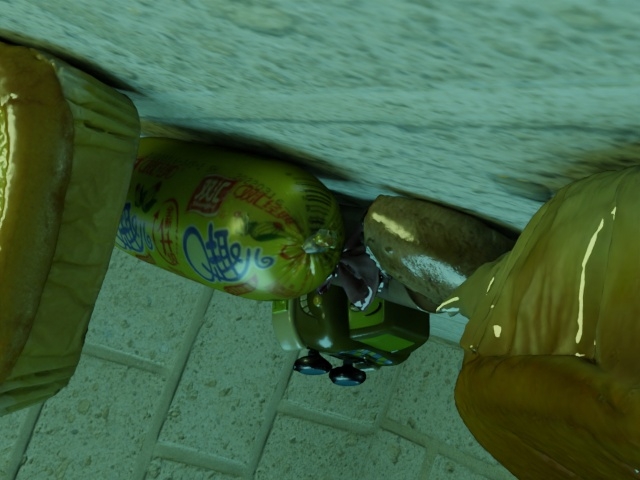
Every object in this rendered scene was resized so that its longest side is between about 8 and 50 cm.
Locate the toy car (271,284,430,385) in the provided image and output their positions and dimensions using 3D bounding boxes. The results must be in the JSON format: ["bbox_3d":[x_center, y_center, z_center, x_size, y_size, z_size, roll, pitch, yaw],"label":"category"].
[{"bbox_3d":[0.068,0.104,1.466,0.198,0.204,0.248,-15,154,39],"label":"toy car"}]

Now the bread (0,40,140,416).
[{"bbox_3d":[-0.247,-0.008,0.750,0.152,0.288,0.119,18,-176,30],"label":"bread"}]

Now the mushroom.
[{"bbox_3d":[0.134,0.026,0.784,0.209,0.072,0.094,23,165,-25],"label":"mushroom"}]

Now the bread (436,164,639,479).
[{"bbox_3d":[0.205,0.078,0.427,0.236,0.183,0.388,23,175,-9],"label":"bread"}]

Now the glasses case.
[{"bbox_3d":[0.031,0.008,0.883,0.070,0.102,0.193,-29,-155,-31],"label":"glasses case"}]

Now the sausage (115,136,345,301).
[{"bbox_3d":[-0.103,-0.024,0.869,0.123,0.123,0.347,24,174,-41],"label":"sausage"}]
